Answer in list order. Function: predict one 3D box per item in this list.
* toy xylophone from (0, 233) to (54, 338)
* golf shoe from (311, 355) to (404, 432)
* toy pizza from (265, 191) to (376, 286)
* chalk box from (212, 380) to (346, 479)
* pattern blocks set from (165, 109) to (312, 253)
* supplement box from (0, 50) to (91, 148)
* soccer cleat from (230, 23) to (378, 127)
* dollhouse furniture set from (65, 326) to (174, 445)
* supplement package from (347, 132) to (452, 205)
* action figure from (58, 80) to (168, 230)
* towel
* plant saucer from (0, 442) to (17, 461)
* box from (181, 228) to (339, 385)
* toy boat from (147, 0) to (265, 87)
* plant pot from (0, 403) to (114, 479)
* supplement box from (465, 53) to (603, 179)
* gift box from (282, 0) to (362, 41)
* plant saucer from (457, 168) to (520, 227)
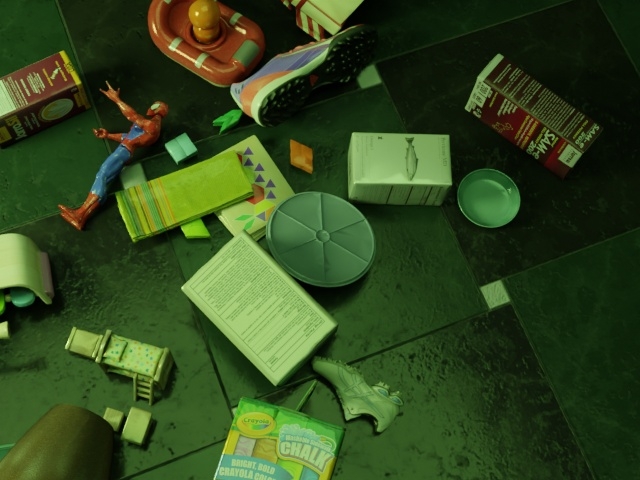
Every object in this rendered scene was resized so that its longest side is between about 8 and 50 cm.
[{"bbox_3d":[-0.617,0.096,1.561,0.323,0.081,0.236,-5,50,-6],"label":"toy xylophone"},{"bbox_3d":[0.052,0.263,1.593,0.176,0.069,0.086,28,77,8],"label":"golf shoe"},{"bbox_3d":[0.000,0.000,1.656,0.201,0.032,0.201,8,56,-12],"label":"toy pizza"},{"bbox_3d":[-0.071,0.361,1.489,0.179,0.180,0.288,17,69,2],"label":"chalk box"},{"bbox_3d":[-0.134,-0.090,1.725,0.286,0.026,0.324,-22,74,-11],"label":"pattern blocks set"},{"bbox_3d":[-0.534,-0.260,1.719,0.188,0.104,0.080,-28,75,-12],"label":"supplement box"},{"bbox_3d":[-0.027,-0.337,1.784,0.318,0.108,0.116,-37,54,-20],"label":"soccer cleat"},{"bbox_3d":[-0.360,0.238,1.554,0.182,0.101,0.160,16,70,2],"label":"dollhouse furniture set"},{"bbox_3d":[0.144,-0.131,1.715,0.179,0.105,0.105,0,70,-4],"label":"supplement package"},{"bbox_3d":[-0.398,-0.170,1.699,0.139,0.091,0.280,40,73,-3],"label":"action figure"},{"bbox_3d":[-0.247,-0.084,1.690,0.237,0.021,0.102,-22,74,-11],"label":"towel"},{"bbox_3d":[-0.553,0.366,1.486,0.192,0.018,0.067,0,66,-41],"label":"plant saucer"},{"bbox_3d":[-0.100,0.118,1.585,0.148,0.127,0.232,-44,82,-7],"label":"box"},{"bbox_3d":[-0.220,-0.408,1.766,0.231,0.151,0.151,32,71,7],"label":"toy boat"},{"bbox_3d":[-0.422,0.383,1.462,0.216,0.215,0.230,18,56,3],"label":"plant pot"},{"bbox_3d":[0.399,-0.231,1.755,0.239,0.130,0.073,38,73,10],"label":"supplement box"},{"bbox_3d":[0.034,-0.554,1.787,0.276,0.258,0.255,41,70,-10],"label":"gift box"},{"bbox_3d":[0.315,-0.077,1.751,0.119,0.021,0.119,1,71,-3],"label":"plant saucer"}]
